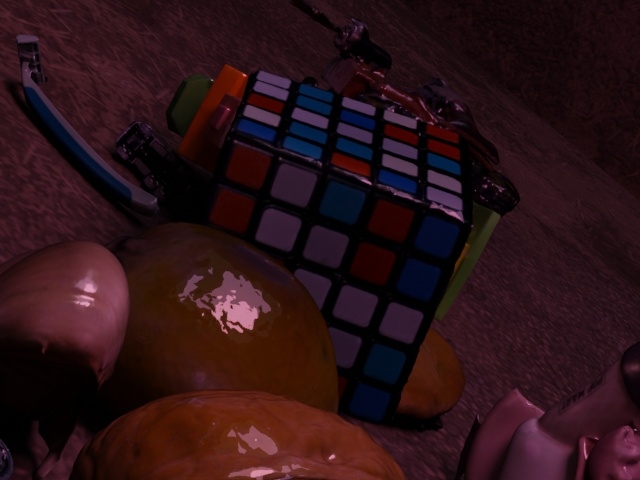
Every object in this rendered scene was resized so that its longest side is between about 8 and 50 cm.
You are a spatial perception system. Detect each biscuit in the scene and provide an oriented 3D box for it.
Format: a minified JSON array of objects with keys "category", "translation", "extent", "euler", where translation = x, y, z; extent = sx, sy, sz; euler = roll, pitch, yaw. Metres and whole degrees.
[{"category":"biscuit","translation":[0.038,0.085,1.244],"extent":[0.203,0.041,0.260],"euler":[42,17,8]}]

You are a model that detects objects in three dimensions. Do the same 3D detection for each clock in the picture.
[{"category":"clock","translation":[-0.008,-0.053,1.284],"extent":[0.255,0.106,0.220],"euler":[28,1,-25]}]

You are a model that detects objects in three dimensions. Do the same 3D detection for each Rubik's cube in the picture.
[{"category":"Rubik's cube","translation":[0.000,0.000,1.075],"extent":[0.187,0.184,0.182],"euler":[17,21,-2]}]

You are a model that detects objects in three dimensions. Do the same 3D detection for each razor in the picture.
[{"category":"razor","translation":[-0.202,-0.087,1.202],"extent":[0.191,0.037,0.068],"euler":[50,-20,19]}]

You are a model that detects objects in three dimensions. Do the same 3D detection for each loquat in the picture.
[{"category":"loquat","translation":[-0.070,0.070,0.928],"extent":[0.195,0.152,0.152],"euler":[42,17,-17]}]

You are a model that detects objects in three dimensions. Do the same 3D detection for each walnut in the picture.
[{"category":"walnut","translation":[-0.040,0.159,0.749],"extent":[0.197,0.165,0.165],"euler":[15,30,-51]}]

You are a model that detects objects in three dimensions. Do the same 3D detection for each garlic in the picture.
[{"category":"garlic","translation":[-0.157,0.056,0.798],"extent":[0.099,0.124,0.174],"euler":[35,-25,-19]}]

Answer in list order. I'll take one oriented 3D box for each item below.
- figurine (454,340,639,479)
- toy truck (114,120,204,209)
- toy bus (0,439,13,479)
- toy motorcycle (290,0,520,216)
[{"category":"figurine","translation":[0.311,0.224,1.135],"extent":[0.361,0.253,0.211],"euler":[23,7,-21]},{"category":"toy truck","translation":[-0.141,-0.066,1.265],"extent":[0.083,0.039,0.044],"euler":[45,3,14]},{"category":"toy bus","translation":[-0.211,0.091,0.662],"extent":[0.101,0.088,0.175],"euler":[22,34,-51]},{"category":"toy motorcycle","translation":[0.081,-0.163,1.758],"extent":[0.401,0.134,0.207],"euler":[26,22,-38]}]
